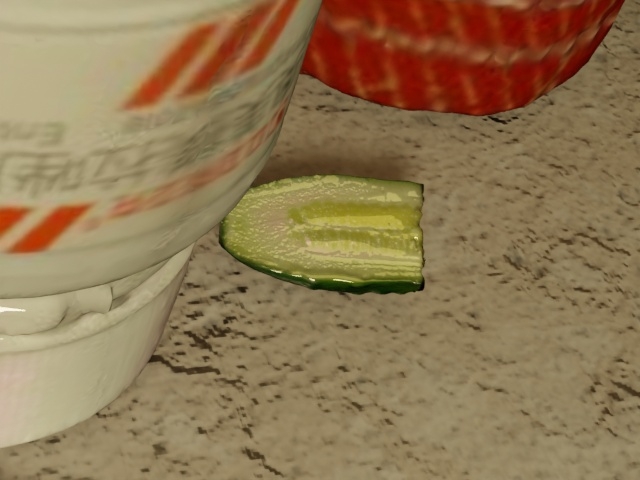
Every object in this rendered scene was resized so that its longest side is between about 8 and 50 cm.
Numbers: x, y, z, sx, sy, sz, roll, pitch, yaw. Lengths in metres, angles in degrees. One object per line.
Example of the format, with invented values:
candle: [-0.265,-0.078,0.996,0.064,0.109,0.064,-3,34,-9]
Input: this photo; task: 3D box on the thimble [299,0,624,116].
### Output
thimble: [0.056,-0.265,0.888,0.350,0.231,0.350,11,48,-12]

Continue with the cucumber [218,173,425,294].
cucumber: [0.000,0.000,0.768,0.107,0.035,0.067,5,60,-8]

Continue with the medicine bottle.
medicine bottle: [-0.136,-0.086,0.600,0.256,0.325,0.256,11,47,-12]
